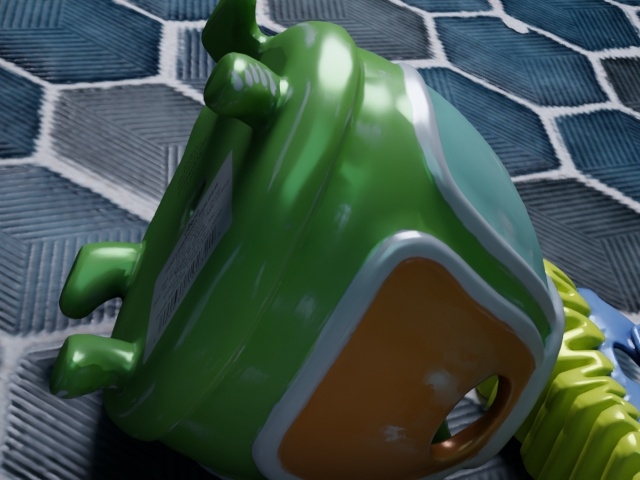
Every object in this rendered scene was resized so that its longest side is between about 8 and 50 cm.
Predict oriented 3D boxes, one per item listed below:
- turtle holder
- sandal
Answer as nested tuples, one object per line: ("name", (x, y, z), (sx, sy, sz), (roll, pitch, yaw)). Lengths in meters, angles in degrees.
("turtle holder", (-0.006, 0.017, 0.713), (0.227, 0.243, 0.320), (27, -8, -15))
("sandal", (0.184, 0.128, 0.713), (0.138, 0.126, 0.317), (14, 36, -14))
